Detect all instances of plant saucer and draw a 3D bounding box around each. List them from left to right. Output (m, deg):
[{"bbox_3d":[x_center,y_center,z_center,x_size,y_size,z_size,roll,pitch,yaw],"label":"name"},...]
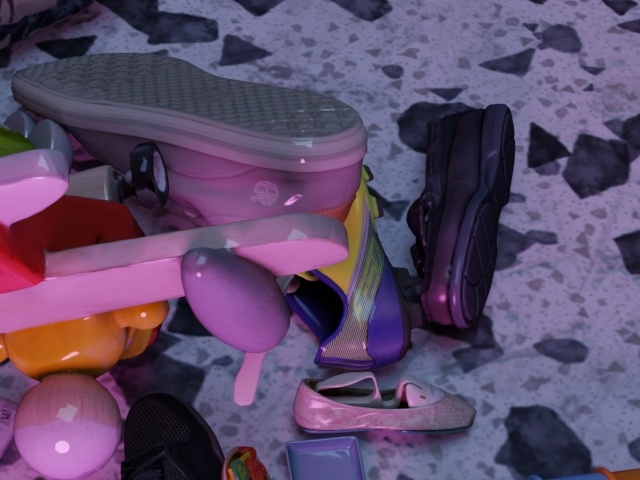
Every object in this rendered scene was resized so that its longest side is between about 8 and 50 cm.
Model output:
[{"bbox_3d":[0.015,0.253,1.207,0.067,0.018,0.192,-4,50,-10],"label":"plant saucer"}]

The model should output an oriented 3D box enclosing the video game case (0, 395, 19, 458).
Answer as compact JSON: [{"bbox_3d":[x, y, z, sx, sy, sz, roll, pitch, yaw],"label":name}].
[{"bbox_3d":[-0.356,0.174,1.228,0.157,0.019,0.143,20,51,9],"label":"video game case"}]

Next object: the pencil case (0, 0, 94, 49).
[{"bbox_3d":[-0.402,-0.276,1.512,0.410,0.160,0.183,-31,74,-28],"label":"pencil case"}]

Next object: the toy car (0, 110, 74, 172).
[{"bbox_3d":[-0.337,-0.071,1.357,0.159,0.136,0.182,20,0,-33],"label":"toy car"}]

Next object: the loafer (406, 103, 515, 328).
[{"bbox_3d":[0.129,-0.025,1.415,0.095,0.109,0.302,0,41,18],"label":"loafer"}]

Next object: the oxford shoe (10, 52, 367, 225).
[{"bbox_3d":[-0.143,-0.096,1.384,0.449,0.130,0.169,19,34,37],"label":"oxford shoe"}]

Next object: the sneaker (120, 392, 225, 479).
[{"bbox_3d":[-0.136,0.204,1.151,0.087,0.130,0.227,-25,50,16],"label":"sneaker"}]

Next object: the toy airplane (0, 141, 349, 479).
[{"bbox_3d":[-0.219,0.056,1.119,0.384,0.386,0.272,-8,87,-34],"label":"toy airplane"}]

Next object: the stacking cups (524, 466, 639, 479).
[{"bbox_3d":[0.214,0.240,1.195,0.316,0.096,0.096,-4,51,-12],"label":"stacking cups"}]

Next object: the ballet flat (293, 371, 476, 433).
[{"bbox_3d":[0.060,0.144,1.272,0.168,0.052,0.057,-1,19,-8],"label":"ballet flat"}]

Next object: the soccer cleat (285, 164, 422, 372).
[{"bbox_3d":[0.000,0.000,1.367,0.121,0.093,0.289,-8,52,-19],"label":"soccer cleat"}]

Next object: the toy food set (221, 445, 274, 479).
[{"bbox_3d":[-0.055,0.212,1.195,0.083,0.020,0.082,63,22,-5],"label":"toy food set"}]
